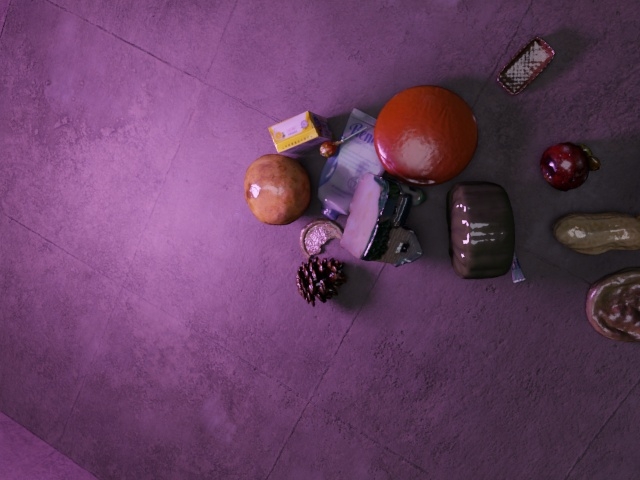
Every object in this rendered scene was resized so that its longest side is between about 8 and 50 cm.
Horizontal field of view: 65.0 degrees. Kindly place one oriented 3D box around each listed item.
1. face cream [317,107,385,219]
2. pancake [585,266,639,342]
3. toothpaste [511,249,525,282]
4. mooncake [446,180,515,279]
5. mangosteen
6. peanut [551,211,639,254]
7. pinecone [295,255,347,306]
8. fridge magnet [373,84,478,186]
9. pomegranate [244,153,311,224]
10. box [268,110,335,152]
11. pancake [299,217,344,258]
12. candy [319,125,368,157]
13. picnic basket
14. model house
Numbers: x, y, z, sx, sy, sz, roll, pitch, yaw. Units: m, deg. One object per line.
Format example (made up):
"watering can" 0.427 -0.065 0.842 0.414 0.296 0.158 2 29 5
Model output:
"face cream" 0.129 -0.270 1.923 0.235 0.137 0.420 30 94 10
"pancake" 1.093 0.231 1.767 0.295 0.049 0.294 2 98 14
"toothpaste" 0.712 0.072 1.852 0.045 0.028 0.169 -17 96 10
"mooncake" 0.538 -0.032 1.735 0.188 0.351 0.350 -2 98 4
"mangosteen" 0.844 -0.260 1.706 0.180 0.166 0.166 -29 91 -9
"peanut" 0.962 -0.024 1.712 0.314 0.152 0.152 -3 98 12
"pinecone" 0.003 0.157 1.982 0.205 0.179 0.184 -8 119 -1
"fridge magnet" 0.372 -0.370 1.786 0.364 0.155 0.363 0 87 8
"pomegranate" -0.163 -0.195 1.913 0.282 0.281 0.280 2 100 14
"box" -0.062 -0.392 1.858 0.169 0.265 0.097 -19 92 19
"pancake" 0.000 0.000 2.032 0.184 0.020 0.190 27 105 8
"candy" 0.088 -0.374 1.877 0.201 0.060 0.060 -29 91 10
"picnic basket" 0.705 -0.598 1.731 0.110 0.055 0.193 46 106 3
"model house" 0.261 -0.067 1.825 0.285 0.243 0.298 13 101 -29
